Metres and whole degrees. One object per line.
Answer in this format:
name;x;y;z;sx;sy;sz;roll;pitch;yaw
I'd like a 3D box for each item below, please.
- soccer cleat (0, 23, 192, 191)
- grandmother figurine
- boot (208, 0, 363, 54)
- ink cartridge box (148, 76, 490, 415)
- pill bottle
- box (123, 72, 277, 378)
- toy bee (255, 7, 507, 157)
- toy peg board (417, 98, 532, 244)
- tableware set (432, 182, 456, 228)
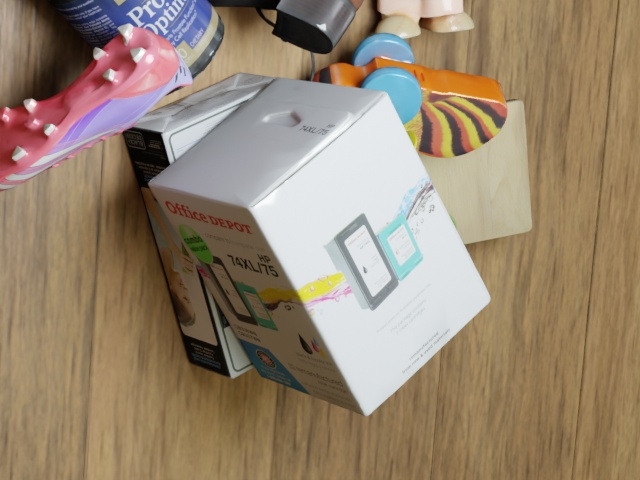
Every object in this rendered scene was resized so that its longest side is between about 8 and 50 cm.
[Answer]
soccer cleat;-0.239;-0.115;1.820;0.248;0.083;0.095;-36;140;13
grandmother figurine;0.116;-0.406;2.077;0.207;0.104;0.342;-13;107;-29
boot;-0.038;-0.369;1.942;0.264;0.096;0.280;24;68;4
ink cartridge box;0.000;0.000;1.894;0.197;0.198;0.270;-41;120;-23
pill bottle;-0.205;-0.255;1.847;0.123;0.122;0.219;-54;126;-17
box;-0.090;-0.018;2.004;0.169;0.087;0.290;-26;114;-31
toy bee;0.046;-0.153;2.056;0.162;0.298;0.195;-61;179;32
toy peg board;0.159;-0.082;2.204;0.160;0.079;0.161;-11;105;-19
tableware set;0.084;-0.042;2.130;0.104;0.024;0.154;-37;107;0
